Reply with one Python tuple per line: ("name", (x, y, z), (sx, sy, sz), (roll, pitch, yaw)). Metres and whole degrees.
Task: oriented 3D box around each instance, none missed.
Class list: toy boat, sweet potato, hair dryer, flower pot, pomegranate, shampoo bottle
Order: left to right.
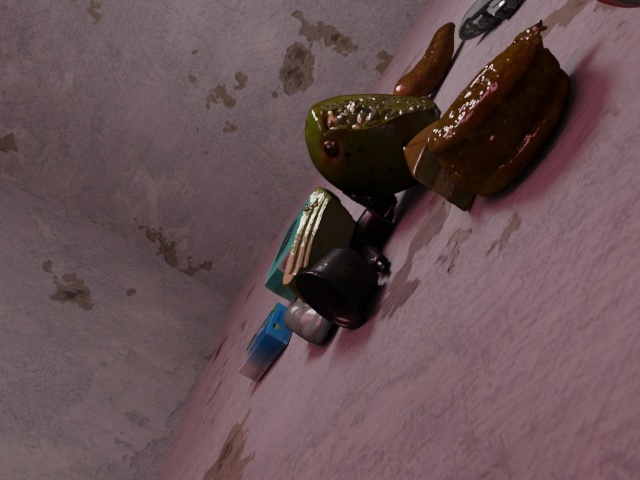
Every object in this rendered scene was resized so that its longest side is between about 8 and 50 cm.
("toy boat", (0.005, -0.002, 1.605), (0.084, 0.111, 0.276), (-16, 45, 43))
("flower pot", (0.042, 0.084, 1.480), (0.107, 0.157, 0.157), (-52, 4, -27))
("shampoo bottle", (0.121, -0.116, 1.849), (0.071, 0.098, 0.309), (-60, 8, 3))
("hair dryer", (0.123, 0.008, 1.573), (0.195, 0.078, 0.248), (-58, 18, 8))
("pomegranate", (0.140, -0.212, 1.660), (0.359, 0.310, 0.216), (-18, -68, -45))
("sweet potato", (0.304, -0.478, 2.060), (0.291, 0.097, 0.097), (-53, 7, -8))
("toy boat", (0.399, -0.539, 1.767), (0.260, 0.078, 0.085), (148, 129, -68))

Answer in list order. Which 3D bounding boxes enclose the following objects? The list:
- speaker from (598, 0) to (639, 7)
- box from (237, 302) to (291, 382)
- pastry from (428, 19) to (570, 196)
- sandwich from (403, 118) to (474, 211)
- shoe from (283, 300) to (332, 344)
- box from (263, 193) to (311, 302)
("speaker", (0.357, -0.374, 0.749), (0.294, 0.294, 0.294), (-58, 8, 13))
("box", (-0.151, 0.292, 2.135), (0.194, 0.073, 0.139), (-54, 10, 34))
("pastry", (0.274, -0.185, 1.136), (0.240, 0.132, 0.235), (-44, 8, 40))
("sandwich", (0.197, -0.113, 1.314), (0.144, 0.117, 0.187), (-59, 8, -19))
("shoe", (-0.029, 0.177, 1.723), (0.103, 0.100, 0.251), (-60, 6, -10))
("box", (-0.056, 0.019, 2.379), (0.205, 0.118, 0.311), (-51, 12, 37))
